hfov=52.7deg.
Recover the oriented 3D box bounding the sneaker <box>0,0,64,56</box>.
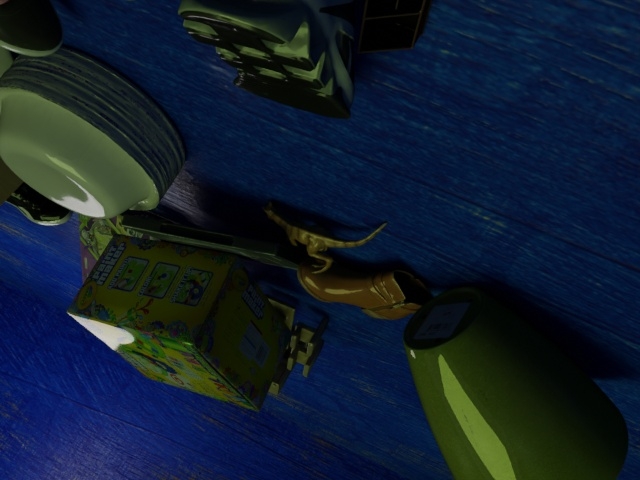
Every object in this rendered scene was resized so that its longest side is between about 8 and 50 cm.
[{"bbox_3d":[-0.362,-0.314,0.667,0.147,0.104,0.295,11,148,43],"label":"sneaker"}]

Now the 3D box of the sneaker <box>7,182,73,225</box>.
[{"bbox_3d":[-0.658,-0.110,1.421,0.217,0.079,0.121,21,157,16],"label":"sneaker"}]

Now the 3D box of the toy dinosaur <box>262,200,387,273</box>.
[{"bbox_3d":[0.000,0.000,0.983,0.212,0.064,0.112,16,153,22],"label":"toy dinosaur"}]

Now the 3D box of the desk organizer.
[{"bbox_3d":[0.065,-0.203,0.519,0.047,0.050,0.130,24,156,8],"label":"desk organizer"}]

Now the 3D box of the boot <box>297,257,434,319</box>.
[{"bbox_3d":[0.073,0.068,1.041,0.197,0.073,0.152,24,159,-21],"label":"boot"}]

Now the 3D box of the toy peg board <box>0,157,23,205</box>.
[{"bbox_3d":[-0.608,-0.170,1.171,0.079,0.160,0.161,25,162,46],"label":"toy peg board"}]

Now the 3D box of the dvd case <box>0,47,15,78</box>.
[{"bbox_3d":[-0.546,-0.211,1.003,0.022,0.180,0.253,57,162,15],"label":"dvd case"}]

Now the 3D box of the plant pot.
[{"bbox_3d":[0.259,0.221,0.965,0.275,0.275,0.293,-11,121,54],"label":"plant pot"}]

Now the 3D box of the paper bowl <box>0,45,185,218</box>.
[{"bbox_3d":[-0.360,-0.140,0.972,0.284,0.148,0.284,21,156,10],"label":"paper bowl"}]

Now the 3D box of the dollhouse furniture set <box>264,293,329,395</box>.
[{"bbox_3d":[-0.094,0.202,1.456,0.212,0.161,0.242,22,134,11],"label":"dollhouse furniture set"}]

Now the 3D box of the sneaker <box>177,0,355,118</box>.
[{"bbox_3d":[-0.016,-0.197,0.555,0.122,0.146,0.330,16,180,3],"label":"sneaker"}]

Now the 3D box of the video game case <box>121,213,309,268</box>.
[{"bbox_3d":[-0.166,0.007,1.095,0.274,0.026,0.196,9,173,17],"label":"video game case"}]

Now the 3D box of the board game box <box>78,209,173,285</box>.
[{"bbox_3d":[-0.420,0.073,1.395,0.208,0.056,0.346,19,127,9],"label":"board game box"}]

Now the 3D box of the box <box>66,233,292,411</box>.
[{"bbox_3d":[-0.248,0.155,1.203,0.279,0.177,0.290,9,149,25],"label":"box"}]
